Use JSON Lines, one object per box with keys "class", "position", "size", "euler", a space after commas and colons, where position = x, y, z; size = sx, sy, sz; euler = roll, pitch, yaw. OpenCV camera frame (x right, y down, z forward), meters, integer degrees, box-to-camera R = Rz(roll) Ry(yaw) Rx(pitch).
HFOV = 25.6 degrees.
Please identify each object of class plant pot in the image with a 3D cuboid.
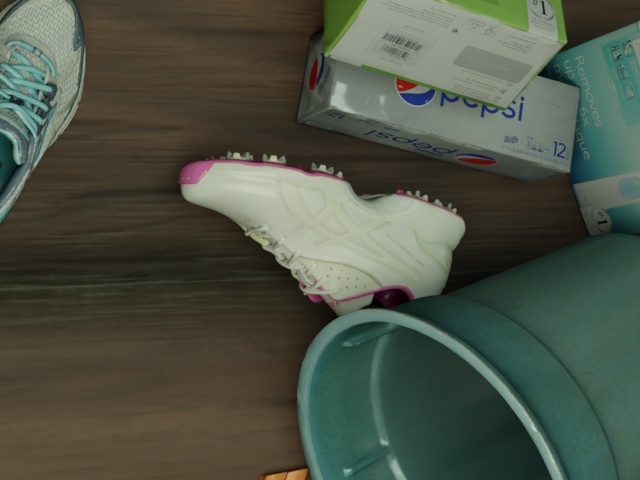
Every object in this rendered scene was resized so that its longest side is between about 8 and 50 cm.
{"class": "plant pot", "position": [0.215, 0.164, 1.356], "size": [0.334, 0.341, 0.341], "euler": [-24, 95, -36]}

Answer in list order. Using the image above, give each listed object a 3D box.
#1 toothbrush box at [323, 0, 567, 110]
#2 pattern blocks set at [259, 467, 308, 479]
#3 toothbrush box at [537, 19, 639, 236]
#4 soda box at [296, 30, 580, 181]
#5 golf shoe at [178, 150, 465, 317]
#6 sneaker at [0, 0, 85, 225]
{"class": "toothbrush box", "position": [0.117, -0.295, 1.411], "size": [0.206, 0.122, 0.283], "euler": [14, 55, -21]}
{"class": "pattern blocks set", "position": [0.025, 0.353, 1.417], "size": [0.285, 0.026, 0.325], "euler": [46, 70, -13]}
{"class": "toothbrush box", "position": [0.374, -0.130, 1.466], "size": [0.126, 0.295, 0.216], "euler": [-22, 94, -24]}
{"class": "soda box", "position": [0.126, -0.142, 1.472], "size": [0.286, 0.091, 0.098], "euler": [12, 80, -21]}
{"class": "golf shoe", "position": [0.000, 0.000, 1.397], "size": [0.306, 0.115, 0.140], "euler": [15, 83, -20]}
{"class": "sneaker", "position": [-0.280, -0.106, 1.280], "size": [0.110, 0.122, 0.283], "euler": [26, 75, -19]}
